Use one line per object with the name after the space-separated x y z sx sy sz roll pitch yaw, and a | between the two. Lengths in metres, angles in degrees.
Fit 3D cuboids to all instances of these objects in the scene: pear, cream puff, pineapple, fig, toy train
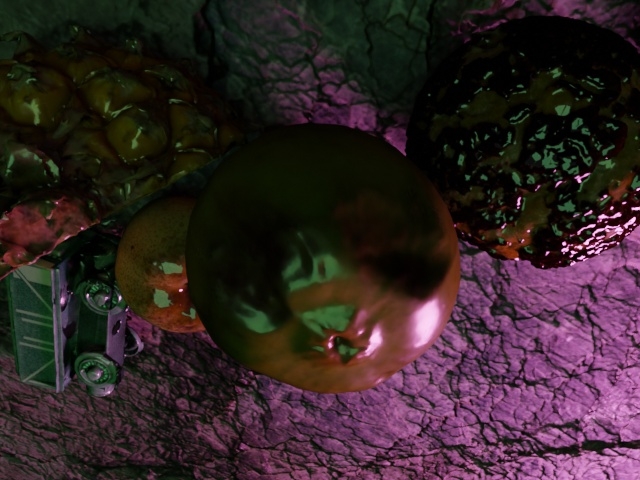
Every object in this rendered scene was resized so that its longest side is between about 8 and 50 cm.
-0.159 0.029 0.595 0.167 0.137 0.167 -6 119 -12 | pear
0.195 -0.081 0.470 0.239 0.165 0.239 17 132 20 | cream puff
-0.242 -0.100 0.420 0.344 0.286 0.209 -29 103 -1 | pineapple
0.000 0.000 0.470 0.239 0.271 0.240 -1 128 -2 | fig
-0.320 0.097 0.674 0.154 0.115 0.270 18 122 3 | toy train
